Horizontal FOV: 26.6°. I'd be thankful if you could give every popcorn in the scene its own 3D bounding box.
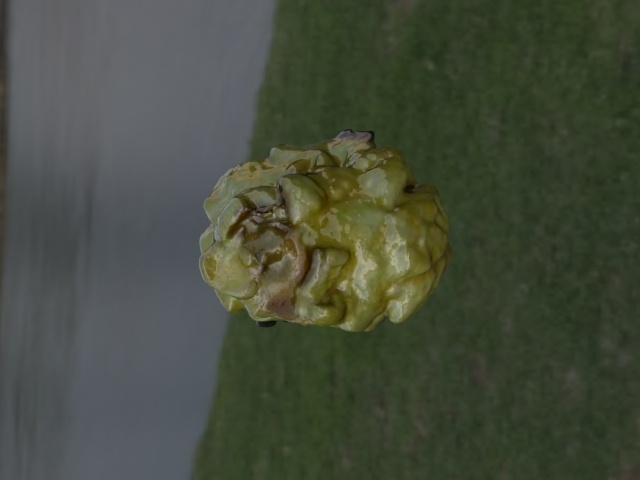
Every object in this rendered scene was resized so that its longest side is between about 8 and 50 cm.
[{"bbox_3d":[0.000,0.000,1.510,0.252,0.286,0.215,-63,-33,-56],"label":"popcorn"}]
